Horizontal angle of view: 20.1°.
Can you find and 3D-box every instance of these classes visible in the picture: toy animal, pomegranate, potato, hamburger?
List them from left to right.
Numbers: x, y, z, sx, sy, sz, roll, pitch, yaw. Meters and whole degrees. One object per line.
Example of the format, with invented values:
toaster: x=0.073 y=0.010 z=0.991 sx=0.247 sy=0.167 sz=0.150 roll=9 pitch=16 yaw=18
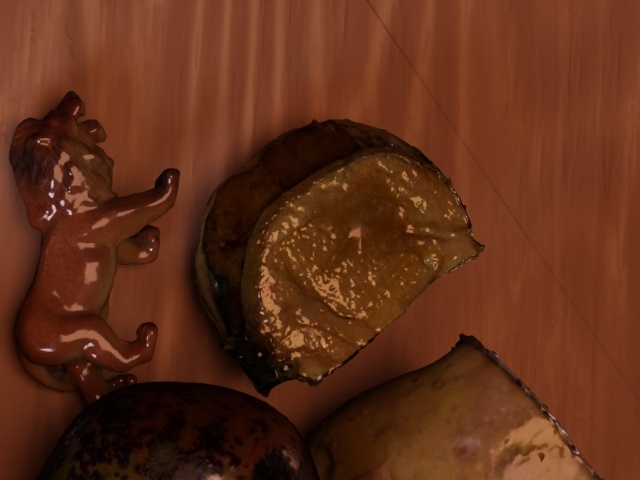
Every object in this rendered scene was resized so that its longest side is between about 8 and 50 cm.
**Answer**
toy animal: x=-0.221 y=0.022 z=1.646 sx=0.157 sy=0.097 sz=0.312 roll=10 pitch=85 yaw=-15
pomegranate: x=-0.131 y=0.264 z=1.528 sx=0.285 sy=0.341 sz=0.285 roll=1 pitch=100 yaw=5
hamburger: x=0.000 y=0.000 z=1.731 sx=0.309 sy=0.132 sz=0.211 roll=-36 pitch=103 yaw=-26
potato: x=0.113 y=0.272 z=1.714 sx=0.237 sy=0.289 sz=0.301 roll=-37 pitch=141 yaw=-16
